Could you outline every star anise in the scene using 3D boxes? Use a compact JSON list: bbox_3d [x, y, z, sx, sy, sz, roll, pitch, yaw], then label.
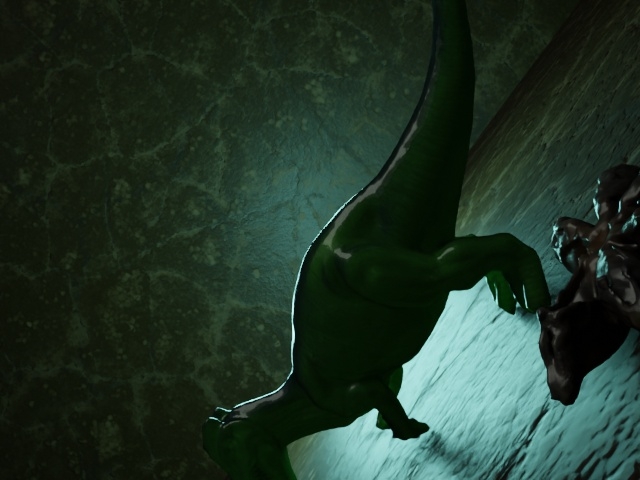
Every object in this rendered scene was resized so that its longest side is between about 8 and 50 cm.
[{"bbox_3d":[0.207,-0.005,0.470,0.172,0.063,0.208,-52,0,34],"label":"star anise"}]

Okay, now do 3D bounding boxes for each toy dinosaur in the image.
[{"bbox_3d":[0.000,0.000,0.672,0.374,0.500,0.144,-19,17,11],"label":"toy dinosaur"}]
